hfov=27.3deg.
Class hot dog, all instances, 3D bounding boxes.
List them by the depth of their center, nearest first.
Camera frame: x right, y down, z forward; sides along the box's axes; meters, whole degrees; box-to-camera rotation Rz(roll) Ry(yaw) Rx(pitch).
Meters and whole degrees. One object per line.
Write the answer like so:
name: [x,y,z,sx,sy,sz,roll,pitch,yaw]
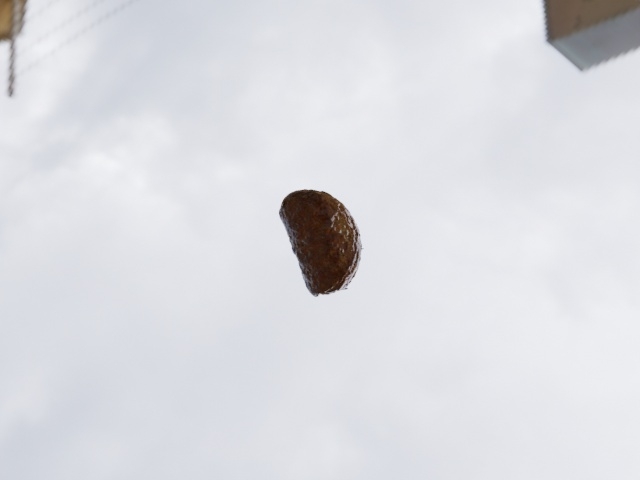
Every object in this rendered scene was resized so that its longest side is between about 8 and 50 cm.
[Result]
hot dog: [0.000,0.000,0.999,0.058,0.035,0.083,-19,-90,36]
